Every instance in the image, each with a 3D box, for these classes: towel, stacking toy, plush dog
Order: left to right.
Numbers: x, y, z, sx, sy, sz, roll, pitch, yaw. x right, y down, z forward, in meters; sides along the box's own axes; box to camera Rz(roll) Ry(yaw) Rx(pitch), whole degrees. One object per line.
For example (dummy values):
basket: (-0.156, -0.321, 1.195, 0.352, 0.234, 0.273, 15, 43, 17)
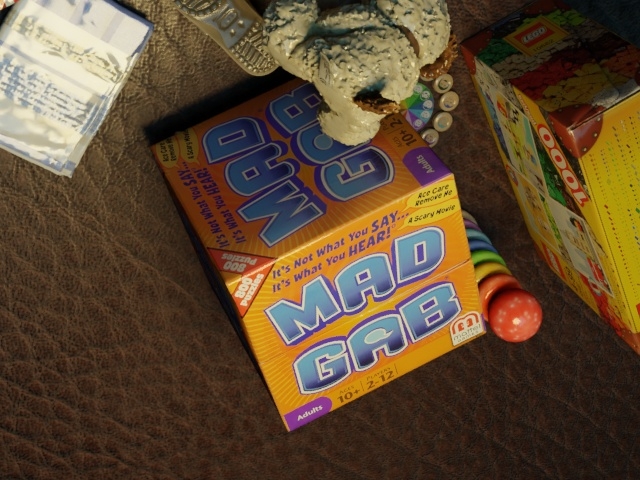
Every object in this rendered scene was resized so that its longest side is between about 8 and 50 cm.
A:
towel: (-0.399, -0.250, 1.813, 0.209, 0.034, 0.285, 26, 104, -30)
plush dog: (0.083, -0.269, 1.646, 0.225, 0.210, 0.262, -51, 127, -15)
stacking toy: (0.278, 0.073, 2.104, 0.141, 0.330, 0.141, -11, 122, -17)

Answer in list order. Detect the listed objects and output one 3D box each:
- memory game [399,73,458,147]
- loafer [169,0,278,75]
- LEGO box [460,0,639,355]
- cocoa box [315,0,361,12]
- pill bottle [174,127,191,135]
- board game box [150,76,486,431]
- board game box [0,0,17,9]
memory game: (0.151, -0.225, 2.075, 0.186, 0.012, 0.186, -11, 122, -18)
loafer: (-0.163, -0.359, 1.820, 0.102, 0.092, 0.268, -39, 110, 0)
LEGO box: (0.468, -0.113, 2.055, 0.193, 0.372, 0.500, -30, 125, -4)
cocoa box: (0.064, -0.463, 1.766, 0.347, 0.231, 0.228, -47, 125, 8)
pill bottle: (-0.191, -0.160, 1.945, 0.083, 0.043, 0.043, -2, 119, -22)
board game box: (0.000, 0.000, 1.898, 0.356, 0.356, 0.356, -26, 135, -8)
board game box: (-0.576, -0.404, 1.587, 0.302, 0.086, 0.308, -30, 124, -12)
